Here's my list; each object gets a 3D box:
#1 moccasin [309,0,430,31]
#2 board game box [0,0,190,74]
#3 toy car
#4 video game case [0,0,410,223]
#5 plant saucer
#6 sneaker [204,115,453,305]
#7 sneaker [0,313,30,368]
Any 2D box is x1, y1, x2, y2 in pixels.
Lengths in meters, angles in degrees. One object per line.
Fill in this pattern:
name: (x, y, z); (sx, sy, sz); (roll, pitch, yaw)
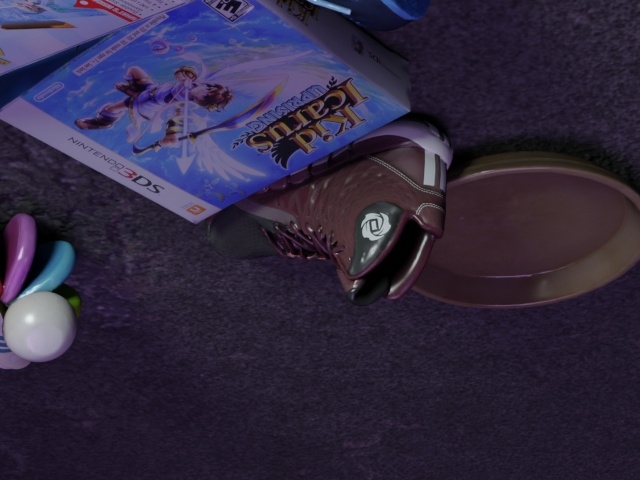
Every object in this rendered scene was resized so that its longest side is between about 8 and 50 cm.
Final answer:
moccasin: (-0.057, -0.264, 0.913); (0.117, 0.138, 0.342); (-21, 129, 36)
board game box: (-0.299, -0.206, 0.874); (0.318, 0.066, 0.318); (-10, 156, 43)
toy car: (-0.327, 0.035, 1.373); (0.182, 0.159, 0.136); (7, 109, -25)
video game case: (-0.101, -0.131, 1.166); (0.269, 0.061, 0.244); (-26, 142, 34)
plant saucer: (0.201, -0.011, 1.390); (0.278, 0.041, 0.278); (-1, 149, -1)
sneaker: (0.000, 0.000, 1.283); (0.281, 0.162, 0.106); (-24, 142, 31)
sneaker: (-0.344, 0.101, 1.536); (0.075, 0.057, 0.161); (-1, 146, 11)
